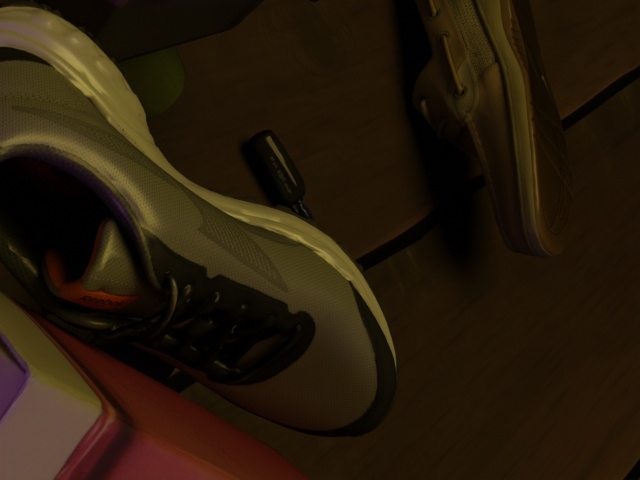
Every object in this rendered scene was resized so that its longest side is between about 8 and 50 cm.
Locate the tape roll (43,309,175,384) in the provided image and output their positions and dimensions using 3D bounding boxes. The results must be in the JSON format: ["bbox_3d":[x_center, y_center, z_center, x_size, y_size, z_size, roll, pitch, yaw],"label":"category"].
[{"bbox_3d":[-0.153,0.005,0.776,0.189,0.080,0.189,34,44,-41],"label":"tape roll"}]

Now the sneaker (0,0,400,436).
[{"bbox_3d":[-0.070,0.017,0.709,0.271,0.100,0.108,39,26,-28],"label":"sneaker"}]

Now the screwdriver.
[{"bbox_3d":[0.000,0.000,1.070,0.025,0.024,0.170,-42,110,-28],"label":"screwdriver"}]

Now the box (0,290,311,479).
[{"bbox_3d":[-0.102,0.131,0.664,0.232,0.149,0.127,36,-1,-41],"label":"box"}]

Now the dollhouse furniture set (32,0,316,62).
[{"bbox_3d":[-0.108,-0.283,0.791,0.303,0.174,0.356,-18,90,-20],"label":"dollhouse furniture set"}]

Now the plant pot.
[{"bbox_3d":[-0.116,-0.111,0.919,0.079,0.083,0.083,54,32,-42],"label":"plant pot"}]

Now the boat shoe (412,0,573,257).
[{"bbox_3d":[0.128,-0.115,1.273,0.109,0.098,0.302,41,35,-57],"label":"boat shoe"}]
